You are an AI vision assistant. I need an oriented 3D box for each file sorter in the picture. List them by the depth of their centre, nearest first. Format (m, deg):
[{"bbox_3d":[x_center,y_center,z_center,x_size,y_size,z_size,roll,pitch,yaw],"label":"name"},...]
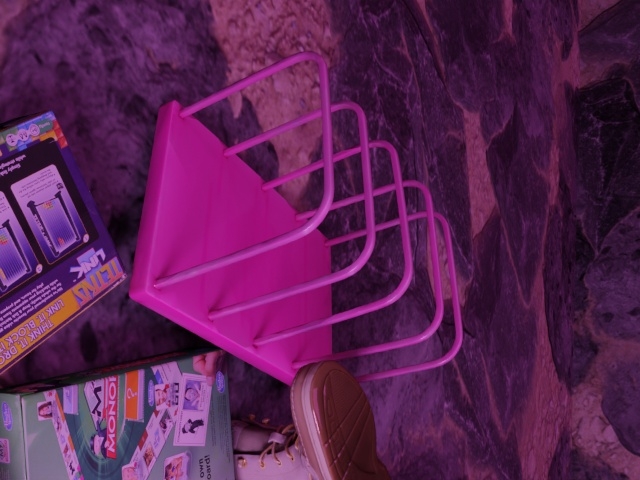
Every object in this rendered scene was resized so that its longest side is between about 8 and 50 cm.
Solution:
[{"bbox_3d":[0.000,0.000,0.649,0.291,0.182,0.202,42,39,-47],"label":"file sorter"}]

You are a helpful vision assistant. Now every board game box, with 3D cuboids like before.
[{"bbox_3d":[-0.226,0.007,0.457,0.170,0.048,0.141,-45,125,-50],"label":"board game box"},{"bbox_3d":[-0.148,0.258,0.545,0.214,0.046,0.317,-1,87,-57],"label":"board game box"}]

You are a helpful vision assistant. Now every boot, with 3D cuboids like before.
[{"bbox_3d":[-0.029,0.188,0.629,0.077,0.165,0.213,-50,133,-40],"label":"boot"}]
